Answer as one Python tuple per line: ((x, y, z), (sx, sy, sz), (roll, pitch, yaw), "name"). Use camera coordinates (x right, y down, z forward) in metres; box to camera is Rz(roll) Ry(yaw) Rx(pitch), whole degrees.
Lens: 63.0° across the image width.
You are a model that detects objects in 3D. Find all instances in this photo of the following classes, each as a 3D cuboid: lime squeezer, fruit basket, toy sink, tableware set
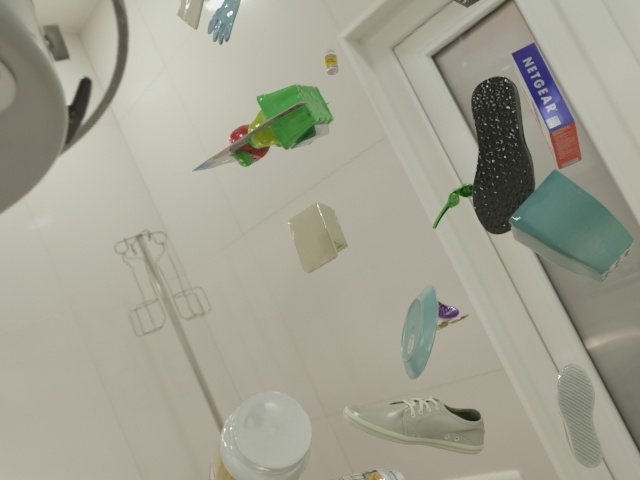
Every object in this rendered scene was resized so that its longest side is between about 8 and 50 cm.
((0.488, -0.136, 1.782), (0.310, 0.110, 0.059), (-28, -33, -9), "lime squeezer")
((-0.142, -0.284, 1.450), (0.353, 0.165, 0.327), (-34, 2, 21), "fruit basket")
((0.000, 0.000, 1.971), (0.153, 0.234, 0.131), (-32, -26, 25), "toy sink")
((0.402, 0.281, 1.727), (0.141, 0.020, 0.169), (-11, -18, -40), "tableware set")

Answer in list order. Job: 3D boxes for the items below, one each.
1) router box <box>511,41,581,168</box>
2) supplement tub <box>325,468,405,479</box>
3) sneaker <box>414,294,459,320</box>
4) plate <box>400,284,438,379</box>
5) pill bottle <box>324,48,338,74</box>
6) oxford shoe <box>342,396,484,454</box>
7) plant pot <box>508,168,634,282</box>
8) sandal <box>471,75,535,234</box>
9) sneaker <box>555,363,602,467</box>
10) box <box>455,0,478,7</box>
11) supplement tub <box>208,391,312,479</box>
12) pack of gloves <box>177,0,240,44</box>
((0.772, -0.452, 1.779), (0.082, 0.335, 0.301), (-24, -26, 22), "router box")
((0.105, 0.634, 1.251), (0.200, 0.144, 0.144), (-6, -11, -15), "supplement tub")
((0.432, 0.246, 1.938), (0.170, 0.071, 0.068), (13, 36, 10), "sneaker")
((0.188, 0.177, 1.027), (0.024, 0.188, 0.188), (14, -11, -4), "plate")
((0.037, -0.618, 1.804), (0.043, 0.083, 0.043), (-6, -15, -2), "pill bottle")
((0.279, 0.514, 1.515), (0.449, 0.130, 0.169), (13, 3, -14), "oxford shoe")
((0.610, -0.017, 1.259), (0.165, 0.234, 0.166), (-48, -29, 4), "plant pot")
((0.520, -0.236, 1.467), (0.167, 0.446, 0.107), (-5, -8, 38), "sandal")
((0.748, 0.505, 1.540), (0.102, 0.282, 0.161), (-5, -11, 17), "sneaker")
((0.413, -0.803, 1.429), (0.163, 0.247, 0.142), (21, 2, -14), "box")
((-0.155, 0.551, 1.340), (0.228, 0.228, 0.316), (-21, -33, -37), "supplement tub")
((-0.257, -0.630, 1.317), (0.046, 0.195, 0.232), (-21, -32, -50), "pack of gloves")
